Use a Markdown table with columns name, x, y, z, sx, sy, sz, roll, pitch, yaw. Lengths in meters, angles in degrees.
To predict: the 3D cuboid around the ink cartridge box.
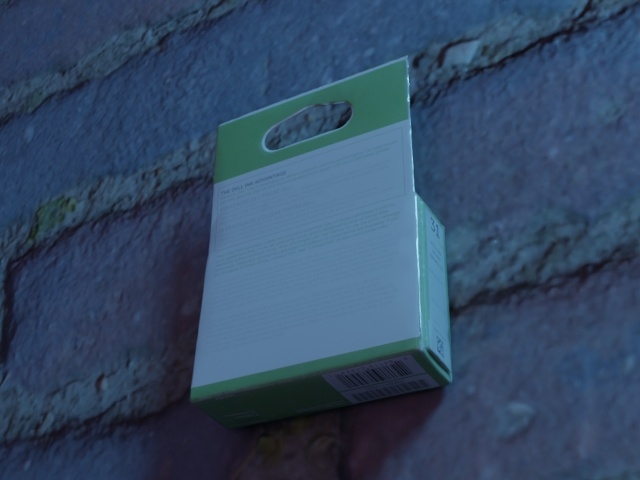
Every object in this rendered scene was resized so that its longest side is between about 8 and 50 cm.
| name | x | y | z | sx | sy | sz | roll | pitch | yaw |
| --- | --- | --- | --- | --- | --- | --- | --- | --- | --- |
| ink cartridge box | 0.000 | 0.000 | 0.702 | 0.171 | 0.056 | 0.235 | -16 | 51 | 25 |
